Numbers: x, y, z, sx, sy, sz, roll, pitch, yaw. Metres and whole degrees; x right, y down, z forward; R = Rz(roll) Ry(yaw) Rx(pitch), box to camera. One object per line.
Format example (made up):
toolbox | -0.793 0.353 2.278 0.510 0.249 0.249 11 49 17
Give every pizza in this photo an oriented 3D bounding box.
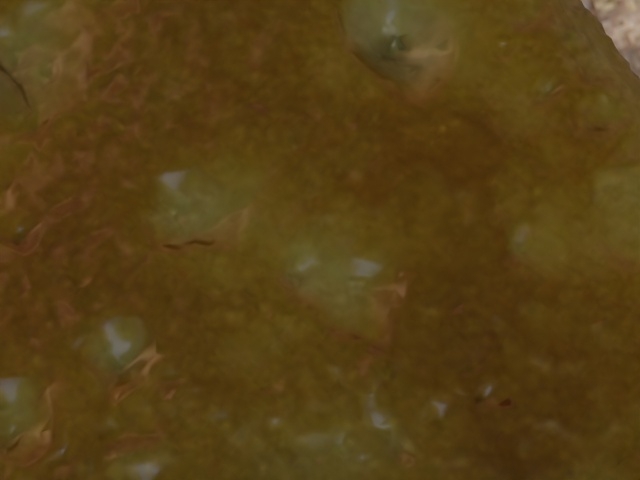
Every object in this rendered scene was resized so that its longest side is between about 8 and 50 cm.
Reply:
pizza | -0.046 -0.007 0.458 0.278 0.409 0.114 -53 169 -11
